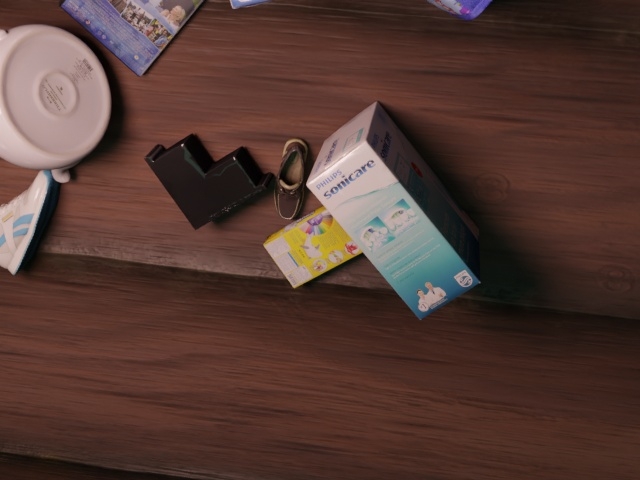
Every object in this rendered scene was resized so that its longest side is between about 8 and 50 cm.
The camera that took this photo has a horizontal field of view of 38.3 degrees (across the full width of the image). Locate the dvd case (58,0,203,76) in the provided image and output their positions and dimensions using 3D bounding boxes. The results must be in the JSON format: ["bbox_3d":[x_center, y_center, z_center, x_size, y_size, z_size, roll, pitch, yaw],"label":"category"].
[{"bbox_3d":[-0.290,-0.418,1.508,0.180,0.022,0.253,42,115,-10],"label":"dvd case"}]

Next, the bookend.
[{"bbox_3d":[-0.193,-0.127,1.602,0.156,0.072,0.157,-29,107,20],"label":"bookend"}]

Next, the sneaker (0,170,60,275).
[{"bbox_3d":[-0.553,-0.042,1.694,0.092,0.087,0.229,32,114,-4],"label":"sneaker"}]

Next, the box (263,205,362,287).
[{"bbox_3d":[0.000,0.000,1.648,0.179,0.043,0.105,-27,108,22],"label":"box"}]

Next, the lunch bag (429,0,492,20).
[{"bbox_3d":[0.137,-0.406,1.292,0.221,0.293,0.138,36,116,-9],"label":"lunch bag"}]

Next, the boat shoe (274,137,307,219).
[{"bbox_3d":[-0.055,-0.101,1.604,0.056,0.049,0.152,8,116,5],"label":"boat shoe"}]

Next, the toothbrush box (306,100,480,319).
[{"bbox_3d":[0.126,-0.053,1.506,0.126,0.216,0.295,-36,104,22],"label":"toothbrush box"}]

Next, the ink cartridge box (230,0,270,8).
[{"bbox_3d":[-0.085,-0.550,1.273,0.151,0.270,0.396,-11,113,12],"label":"ink cartridge box"}]

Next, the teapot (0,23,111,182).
[{"bbox_3d":[-0.491,-0.235,1.531,0.187,0.252,0.256,-1,88,41],"label":"teapot"}]
